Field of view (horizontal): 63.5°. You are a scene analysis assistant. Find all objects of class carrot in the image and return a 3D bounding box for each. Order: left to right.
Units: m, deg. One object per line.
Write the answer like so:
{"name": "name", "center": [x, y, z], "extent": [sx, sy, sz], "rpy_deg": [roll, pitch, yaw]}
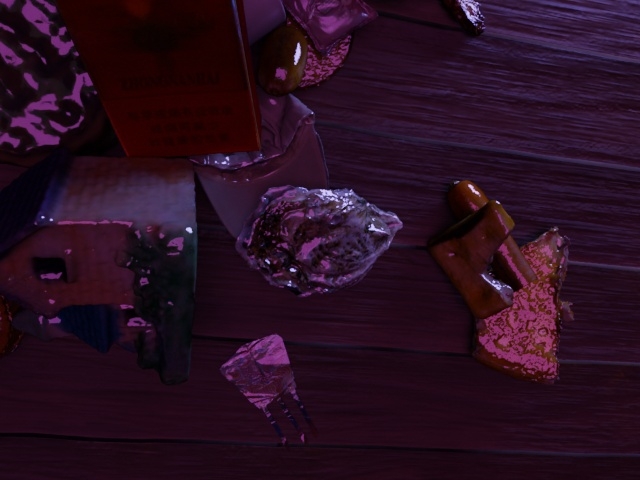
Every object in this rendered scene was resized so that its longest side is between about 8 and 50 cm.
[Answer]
{"name": "carrot", "center": [0.301, -0.014, 0.931], "extent": [0.067, 0.067, 0.225], "rpy_deg": [-31, 84, -3]}

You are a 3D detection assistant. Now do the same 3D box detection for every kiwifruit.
{"name": "kiwifruit", "center": [-0.059, -0.284, 0.817], "extent": [0.075, 0.075, 0.125], "rpy_deg": [19, 64, -11]}

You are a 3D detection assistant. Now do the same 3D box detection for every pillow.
{"name": "pillow", "center": [-0.010, -0.395, 0.836], "extent": [0.118, 0.043, 0.185], "rpy_deg": [-42, 93, -2]}

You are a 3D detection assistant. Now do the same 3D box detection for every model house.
{"name": "model house", "center": [-0.325, 0.044, 0.730], "extent": [0.279, 0.245, 0.312], "rpy_deg": [1, 128, -17]}

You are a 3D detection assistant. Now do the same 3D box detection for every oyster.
{"name": "oyster", "center": [0.000, 0.000, 0.876], "extent": [0.267, 0.112, 0.199], "rpy_deg": [19, 100, -27]}

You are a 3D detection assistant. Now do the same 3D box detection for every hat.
{"name": "hat", "center": [-0.110, -0.129, 0.876], "extent": [0.214, 0.149, 0.245], "rpy_deg": [-22, 137, -11]}

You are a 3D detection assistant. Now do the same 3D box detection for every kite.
{"name": "kite", "center": [-0.088, 0.290, 0.962], "extent": [0.127, 0.016, 0.230], "rpy_deg": [-26, 98, -1]}

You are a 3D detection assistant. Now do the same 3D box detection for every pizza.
{"name": "pizza", "center": [0.385, 0.115, 0.980], "extent": [0.188, 0.071, 0.297], "rpy_deg": [8, 93, 8]}

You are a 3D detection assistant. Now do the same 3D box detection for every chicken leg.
{"name": "chicken leg", "center": [0.240, -0.420, 0.901], "extent": [0.145, 0.037, 0.062], "rpy_deg": [45, 68, -12]}

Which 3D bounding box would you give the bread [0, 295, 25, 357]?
{"name": "bread", "center": [-0.579, 0.123, 0.817], "extent": [0.199, 0.104, 0.199], "rpy_deg": [-2, 100, -9]}

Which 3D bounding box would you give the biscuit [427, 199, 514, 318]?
{"name": "biscuit", "center": [0.286, 0.042, 0.900], "extent": [0.039, 0.174, 0.183], "rpy_deg": [-29, 86, -42]}

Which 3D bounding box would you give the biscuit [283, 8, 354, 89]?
{"name": "biscuit", "center": [-0.005, -0.349, 0.878], "extent": [0.125, 0.025, 0.206], "rpy_deg": [14, 96, -10]}

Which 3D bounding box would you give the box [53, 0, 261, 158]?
{"name": "box", "center": [-0.190, -0.244, 0.650], "extent": [0.197, 0.313, 0.089], "rpy_deg": [-3, 56, -1]}

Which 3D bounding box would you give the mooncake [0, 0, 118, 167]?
{"name": "mooncake", "center": [-0.424, -0.248, 0.761], "extent": [0.290, 0.161, 0.291], "rpy_deg": [-2, 99, -10]}

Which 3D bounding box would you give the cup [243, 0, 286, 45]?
{"name": "cup", "center": [-0.205, -0.378, 0.774], "extent": [0.200, 0.191, 0.253], "rpy_deg": [-36, 80, 1]}
